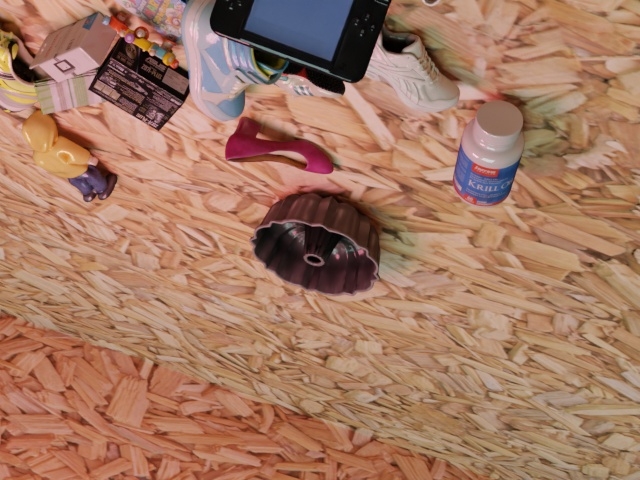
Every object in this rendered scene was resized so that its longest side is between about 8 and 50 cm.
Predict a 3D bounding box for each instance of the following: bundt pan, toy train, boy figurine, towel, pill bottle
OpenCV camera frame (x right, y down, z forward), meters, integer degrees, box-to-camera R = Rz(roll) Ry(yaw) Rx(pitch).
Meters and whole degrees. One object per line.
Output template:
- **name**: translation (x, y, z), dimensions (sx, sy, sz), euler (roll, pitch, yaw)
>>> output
- **bundt pan**: translation (0.000, 0.000, 2.361), dimensions (0.330, 0.124, 0.331), euler (13, 148, 8)
- **toy train**: translation (-0.356, -0.413, 1.956), dimensions (0.166, 0.046, 0.125), euler (28, -169, -28)
- **boy figurine**: translation (-0.643, -0.207, 2.401), dimensions (0.177, 0.092, 0.285), euler (-7, 140, 36)
- **towel**: translation (-0.553, -0.328, 2.146), dimensions (0.152, 0.023, 0.113), euler (-16, 151, -13)
- **pill bottle**: translation (0.335, -0.172, 1.908), dimensions (0.124, 0.124, 0.221), euler (13, 149, 8)

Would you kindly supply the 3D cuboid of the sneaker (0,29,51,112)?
- **sneaker**: translation (-0.734, -0.431, 2.070), dimensions (0.147, 0.145, 0.384), euler (-16, 146, 30)

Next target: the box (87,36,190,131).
- **box**: translation (-0.383, -0.336, 2.068), dimensions (0.180, 0.078, 0.147), euler (30, 147, -18)

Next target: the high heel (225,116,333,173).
- **high heel**: translation (-0.091, -0.177, 2.130), dimensions (0.244, 0.117, 0.082), euler (28, 148, -15)

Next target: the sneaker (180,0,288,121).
- **sneaker**: translation (-0.149, -0.323, 1.885), dimensions (0.208, 0.127, 0.319), euler (24, 153, 20)

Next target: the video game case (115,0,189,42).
- **video game case**: translation (-0.325, -0.465, 1.894), dimensions (0.166, 0.015, 0.119), euler (34, 146, -24)

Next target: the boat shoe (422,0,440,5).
- **boat shoe**: translation (0.197, -0.483, 1.510), dimensions (0.098, 0.096, 0.277), euler (13, 149, 10)

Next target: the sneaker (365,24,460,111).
- **sneaker**: translation (0.171, -0.323, 1.792), dimensions (0.232, 0.090, 0.115), euler (26, 145, -14)

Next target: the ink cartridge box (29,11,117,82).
- **ink cartridge box**: translation (-0.517, -0.398, 2.015), dimensions (0.180, 0.104, 0.060), euler (-10, 141, 39)

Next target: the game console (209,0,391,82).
- **game console**: translation (-0.020, -0.441, 1.633), dimensions (0.293, 0.250, 0.173), euler (20, 176, -2)

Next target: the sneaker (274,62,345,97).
- **sneaker**: translation (-0.026, -0.316, 1.940), dimensions (0.161, 0.057, 0.075), euler (19, 153, 6)
